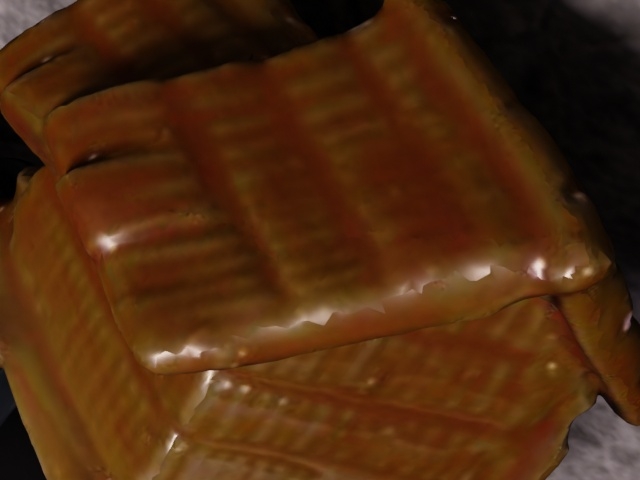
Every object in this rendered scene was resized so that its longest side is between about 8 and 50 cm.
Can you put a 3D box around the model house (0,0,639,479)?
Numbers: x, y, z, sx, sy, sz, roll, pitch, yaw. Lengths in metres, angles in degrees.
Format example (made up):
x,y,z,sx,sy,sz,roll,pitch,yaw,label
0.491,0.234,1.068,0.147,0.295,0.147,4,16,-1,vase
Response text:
x,y,z,sx,sy,sz,roll,pitch,yaw,label
-0.001,0.001,0.667,0.219,0.199,0.229,7,136,-33,model house

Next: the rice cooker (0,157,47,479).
x,y,z,sx,sy,sz,roll,pitch,yaw,label
-0.195,0.096,0.839,0.267,0.267,0.224,-4,131,43,rice cooker
